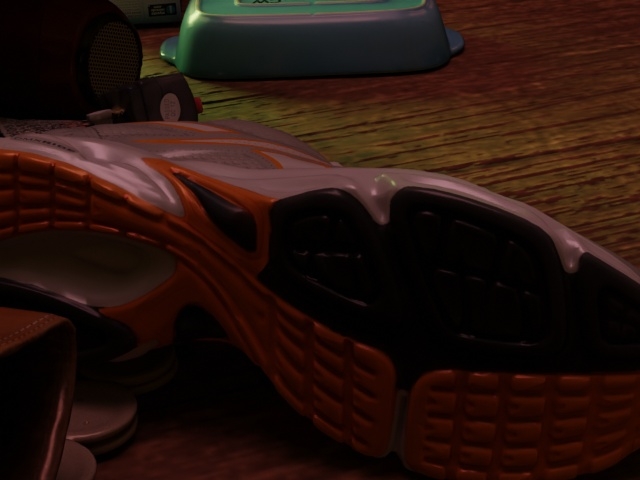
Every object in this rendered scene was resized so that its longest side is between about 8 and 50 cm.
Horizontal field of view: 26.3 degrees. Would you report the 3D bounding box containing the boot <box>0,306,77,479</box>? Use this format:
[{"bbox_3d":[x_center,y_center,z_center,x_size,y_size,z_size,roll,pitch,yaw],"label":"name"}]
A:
[{"bbox_3d":[-0.184,0.026,0.409,0.220,0.109,0.283,-7,32,3],"label":"boot"}]

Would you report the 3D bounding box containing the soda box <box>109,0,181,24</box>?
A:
[{"bbox_3d":[-0.128,-0.205,0.965,0.058,0.063,0.183,-5,25,-3],"label":"soda box"}]

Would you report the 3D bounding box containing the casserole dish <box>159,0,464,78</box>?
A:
[{"bbox_3d":[-0.006,-0.134,0.843,0.188,0.037,0.114,-3,25,0],"label":"casserole dish"}]

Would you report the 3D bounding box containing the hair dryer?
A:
[{"bbox_3d":[-0.194,-0.101,0.672,0.224,0.080,0.293,7,6,-23],"label":"hair dryer"}]

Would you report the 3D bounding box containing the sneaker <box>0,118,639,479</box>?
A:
[{"bbox_3d":[0.000,0.000,0.480,0.263,0.099,0.121,14,24,13],"label":"sneaker"}]

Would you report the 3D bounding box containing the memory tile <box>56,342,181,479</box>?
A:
[{"bbox_3d":[-0.110,0.050,0.490,0.113,0.012,0.148,6,27,15],"label":"memory tile"}]
